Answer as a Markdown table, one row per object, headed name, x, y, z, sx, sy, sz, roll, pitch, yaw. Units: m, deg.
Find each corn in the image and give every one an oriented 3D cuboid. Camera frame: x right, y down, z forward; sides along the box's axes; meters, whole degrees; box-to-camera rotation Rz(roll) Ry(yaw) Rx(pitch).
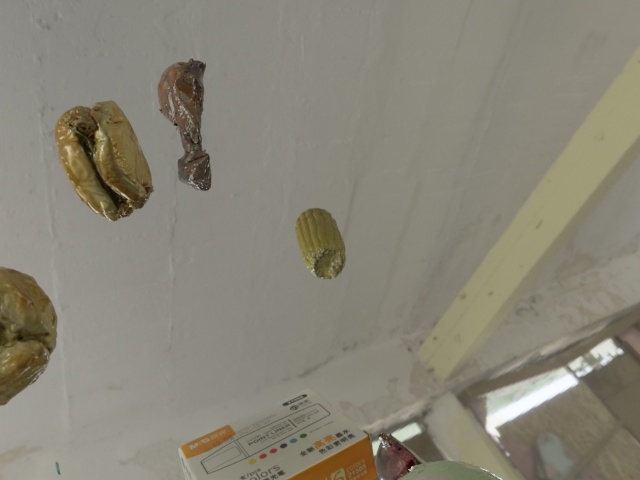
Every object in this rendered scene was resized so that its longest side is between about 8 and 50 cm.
| name | x | y | z | sx | sy | sz | roll | pitch | yaw |
| --- | --- | --- | --- | --- | --- | --- | --- | --- | --- |
| corn | 0.000 | 0.000 | 1.546 | 0.131 | 0.344 | 0.131 | -3 | -70 | -7 |

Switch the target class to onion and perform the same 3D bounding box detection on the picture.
| name | x | y | z | sx | sy | sz | roll | pitch | yaw |
| --- | --- | --- | --- | --- | --- | --- | --- | --- | --- |
| onion | 0.173 | 0.504 | 1.223 | 0.098 | 0.151 | 0.206 | -53 | 4 | -9 |

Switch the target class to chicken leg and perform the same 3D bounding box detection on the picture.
| name | x | y | z | sx | sy | sz | roll | pitch | yaw |
| --- | --- | --- | --- | --- | --- | --- | --- | --- | --- |
| chicken leg | -0.253 | -0.226 | 1.055 | 0.093 | 0.305 | 0.113 | 8 | -36 | -38 |

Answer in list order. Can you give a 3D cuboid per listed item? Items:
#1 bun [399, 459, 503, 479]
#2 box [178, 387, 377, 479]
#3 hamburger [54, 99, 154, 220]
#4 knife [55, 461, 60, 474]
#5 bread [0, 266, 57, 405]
| name | x | y | z | sx | sy | sz | roll | pitch | yaw |
| --- | --- | --- | --- | --- | --- | --- | --- | --- | --- |
| bun | 0.089 | 0.324 | 0.395 | 0.187 | 0.293 | 0.293 | -10 | -39 | -13 |
| box | -0.076 | 0.370 | 0.916 | 0.273 | 0.220 | 0.091 | -19 | -73 | -27 |
| hamburger | -0.267 | -0.101 | 0.690 | 0.083 | 0.138 | 0.147 | -23 | -62 | -3 |
| knife | -0.514 | 0.446 | 1.082 | 0.005 | 0.014 | 0.091 | -30 | 7 | -28 |
| bread | -0.537 | 0.147 | 0.887 | 0.134 | 0.245 | 0.244 | -17 | -15 | 42 |
